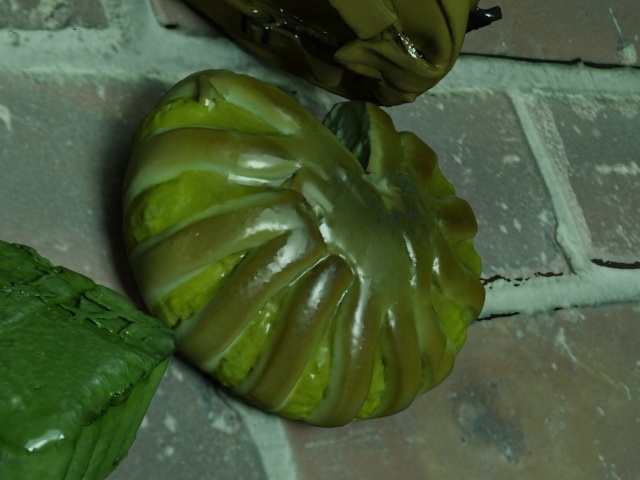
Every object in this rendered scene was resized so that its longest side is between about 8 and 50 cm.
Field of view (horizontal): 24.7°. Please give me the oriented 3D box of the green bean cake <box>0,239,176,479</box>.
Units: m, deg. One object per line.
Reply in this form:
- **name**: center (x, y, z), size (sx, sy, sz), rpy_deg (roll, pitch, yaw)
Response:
- **green bean cake**: center (-0.215, 0.083, 0.908), size (0.200, 0.113, 0.214), rpy_deg (27, 22, 9)

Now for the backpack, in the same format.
- **backpack**: center (-0.020, -0.282, 1.233), size (0.378, 0.353, 0.201), rpy_deg (47, 67, -14)

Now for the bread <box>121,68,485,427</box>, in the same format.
- **bread**: center (0.000, 0.000, 1.189), size (0.333, 0.160, 0.333), rpy_deg (21, 54, -31)
